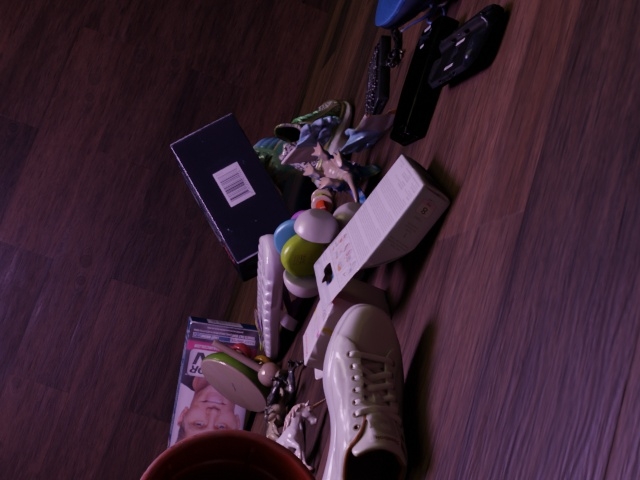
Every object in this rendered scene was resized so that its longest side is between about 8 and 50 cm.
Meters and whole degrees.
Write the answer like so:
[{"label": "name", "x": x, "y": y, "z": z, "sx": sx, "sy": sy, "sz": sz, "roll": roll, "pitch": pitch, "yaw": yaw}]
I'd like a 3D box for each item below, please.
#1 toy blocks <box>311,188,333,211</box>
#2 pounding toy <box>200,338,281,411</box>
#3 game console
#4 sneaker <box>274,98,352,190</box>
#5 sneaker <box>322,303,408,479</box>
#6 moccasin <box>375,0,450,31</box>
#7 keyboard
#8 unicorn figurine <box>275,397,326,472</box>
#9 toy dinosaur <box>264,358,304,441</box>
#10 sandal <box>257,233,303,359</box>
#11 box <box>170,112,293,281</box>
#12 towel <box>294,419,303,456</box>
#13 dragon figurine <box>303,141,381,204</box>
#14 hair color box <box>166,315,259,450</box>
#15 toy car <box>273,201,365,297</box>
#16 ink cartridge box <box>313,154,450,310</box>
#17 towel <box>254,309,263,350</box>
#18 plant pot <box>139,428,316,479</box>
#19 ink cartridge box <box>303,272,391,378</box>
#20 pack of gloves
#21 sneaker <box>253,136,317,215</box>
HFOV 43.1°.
[{"label": "toy blocks", "x": -0.008, "y": -0.044, "z": 1.911, "sx": 0.148, "sy": 0.054, "sz": 0.123, "roll": -93, "pitch": 24, "yaw": -65}, {"label": "pounding toy", "x": -0.165, "y": 0.282, "z": 1.839, "sx": 0.110, "sy": 0.183, "sz": 0.237, "roll": -54, "pitch": -4, "yaw": -33}, {"label": "game console", "x": 0.198, "y": -0.276, "z": 1.312, "sx": 0.361, "sy": 0.044, "sz": 0.213, "roll": 176, "pitch": 112, "yaw": -79}, {"label": "sneaker", "x": -0.024, "y": -0.283, "z": 2.089, "sx": 0.410, "sy": 0.182, "sz": 0.158, "roll": -88, "pitch": 20, "yaw": -62}, {"label": "sneaker", "x": 0.067, "y": 0.205, "z": 0.948, "sx": 0.123, "sy": 0.106, "sz": 0.290, "roll": 137, "pitch": 141, "yaw": -60}, {"label": "moccasin", "x": 0.201, "y": -0.462, "z": 1.471, "sx": 0.342, "sy": 0.117, "sz": 0.137, "roll": 165, "pitch": 113, "yaw": -72}, {"label": "keyboard", "x": 0.140, "y": -0.394, "z": 1.877, "sx": 0.317, "sy": 0.033, "sz": 0.201, "roll": -84, "pitch": 17, "yaw": -51}, {"label": "unicorn figurine", "x": -0.047, "y": 0.338, "z": 1.326, "sx": 0.162, "sy": 0.060, "sz": 0.111, "roll": -38, "pitch": 49, "yaw": 16}, {"label": "toy dinosaur", "x": -0.076, "y": 0.301, "z": 1.608, "sx": 0.268, "sy": 0.064, "sz": 0.118, "roll": -82, "pitch": 9, "yaw": -62}, {"label": "sandal", "x": -0.087, "y": 0.145, "z": 1.836, "sx": 0.416, "sy": 0.102, "sz": 0.169, "roll": 96, "pitch": 166, "yaw": -55}, {"label": "box", "x": -0.212, "y": -0.097, "z": 2.078, "sx": 0.179, "sy": 0.343, "sz": 0.312, "roll": -29, "pitch": -9, "yaw": -7}, {"label": "towel", "x": -0.076, "y": 0.428, "z": 1.439, "sx": 0.144, "sy": 0.029, "sz": 0.197, "roll": -95, "pitch": 27, "yaw": -65}, {"label": "dragon figurine", "x": 0.062, "y": -0.122, "z": 1.601, "sx": 0.289, "sy": 0.144, "sz": 0.085, "roll": 33, "pitch": 102, "yaw": 60}, {"label": "hair color box", "x": -0.262, "y": 0.371, "z": 1.967, "sx": 0.105, "sy": 0.174, "sz": 0.347, "roll": -168, "pitch": 87, "yaw": -79}, {"label": "toy car", "x": 0.000, "y": 0.000, "z": 1.390, "sx": 0.136, "sy": 0.182, "sz": 0.159, "roll": 46, "pitch": 135, "yaw": 41}, {"label": "ink cartridge box", "x": 0.085, "y": -0.007, "z": 1.206, "sx": 0.232, "sy": 0.066, "sz": 0.189, "roll": -56, "pitch": 14, "yaw": 14}, {"label": "towel", "x": -0.144, "y": 0.208, "z": 1.887, "sx": 0.060, "sy": 0.009, "sz": 0.083, "roll": 91, "pitch": 168, "yaw": -47}, {"label": "plant pot", "x": -0.148, "y": 0.458, "z": 1.175, "sx": 0.265, "sy": 0.273, "sz": 0.272, "roll": 110, "pitch": 173, "yaw": -48}, {"label": "ink cartridge box", "x": 0.034, "y": 0.139, "z": 1.236, "sx": 0.092, "sy": 0.090, "sz": 0.143, "roll": -94, "pitch": 26, "yaw": -67}, {"label": "pack of gloves", "x": 0.035, "y": -0.224, "z": 1.645, "sx": 0.232, "sy": 0.195, "sz": 0.046, "roll": 136, "pitch": 125, "yaw": -68}, {"label": "sneaker", "x": -0.116, "y": -0.172, "z": 2.231, "sx": 0.319, "sy": 0.208, "sz": 0.127, "roll": -75, "pitch": -20, "yaw": -46}]
